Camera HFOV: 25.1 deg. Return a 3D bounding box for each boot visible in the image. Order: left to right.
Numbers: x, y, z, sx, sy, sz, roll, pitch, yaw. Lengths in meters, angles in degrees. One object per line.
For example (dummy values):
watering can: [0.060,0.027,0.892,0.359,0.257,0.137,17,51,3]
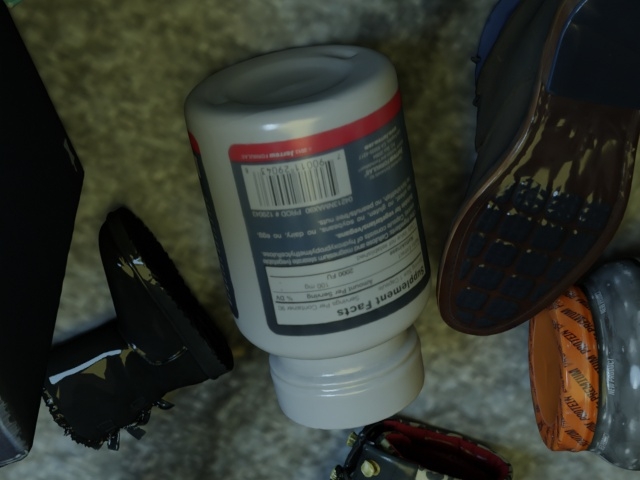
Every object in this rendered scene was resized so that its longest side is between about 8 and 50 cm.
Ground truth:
boot: [-0.116,0.052,0.789,0.099,0.045,0.121,-28,114,11]
boot: [-0.016,0.180,0.831,0.236,0.085,0.178,15,110,-18]
boot: [0.115,-0.057,0.739,0.082,0.106,0.219,15,124,-13]

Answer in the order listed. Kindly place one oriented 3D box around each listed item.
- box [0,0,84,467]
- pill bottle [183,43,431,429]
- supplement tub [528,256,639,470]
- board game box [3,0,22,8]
box: [-0.277,-0.004,0.614,0.294,0.296,0.182,-19,114,3]
pill bottle: [0.000,0.000,0.739,0.108,0.108,0.180,-11,114,0]
supplement tub: [0.215,0.065,0.779,0.191,0.117,0.117,-3,114,-3]
board game box: [-0.124,-0.310,0.609,0.254,0.079,0.336,-30,112,9]
